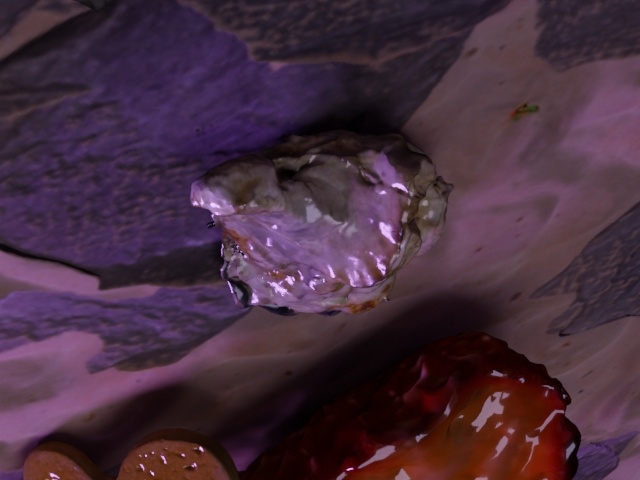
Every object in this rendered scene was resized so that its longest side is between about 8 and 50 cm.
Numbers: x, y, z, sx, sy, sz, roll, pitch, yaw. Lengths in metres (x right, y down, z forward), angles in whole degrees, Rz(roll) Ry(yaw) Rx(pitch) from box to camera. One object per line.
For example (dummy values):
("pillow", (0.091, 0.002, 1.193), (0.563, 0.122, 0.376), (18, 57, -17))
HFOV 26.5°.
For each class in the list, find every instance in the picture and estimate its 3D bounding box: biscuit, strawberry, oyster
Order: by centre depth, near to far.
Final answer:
("oyster", (0.000, 0.000, 0.765), (0.191, 0.081, 0.163), (12, 135, -37))
("biscuit", (-0.149, 0.204, 0.901), (0.240, 0.158, 0.035), (-34, -173, 17))
("strawberry", (0.041, 0.189, 0.993), (0.265, 0.149, 0.336), (22, 114, -30))

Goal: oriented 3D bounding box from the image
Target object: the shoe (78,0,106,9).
("shoe", (-0.037, -0.194, 0.466), (0.293, 0.109, 0.149), (-36, 148, 20))
